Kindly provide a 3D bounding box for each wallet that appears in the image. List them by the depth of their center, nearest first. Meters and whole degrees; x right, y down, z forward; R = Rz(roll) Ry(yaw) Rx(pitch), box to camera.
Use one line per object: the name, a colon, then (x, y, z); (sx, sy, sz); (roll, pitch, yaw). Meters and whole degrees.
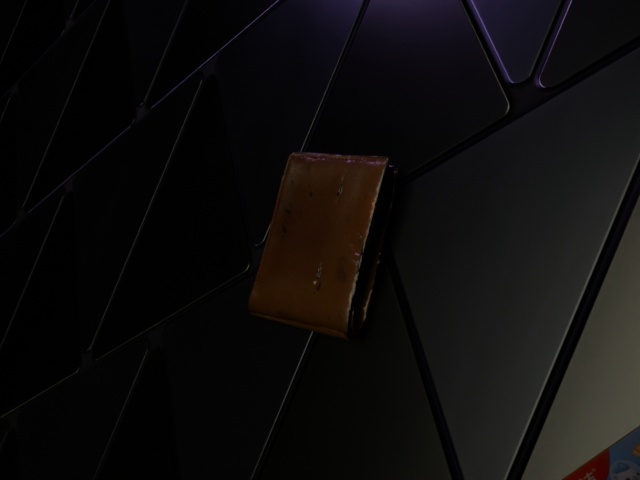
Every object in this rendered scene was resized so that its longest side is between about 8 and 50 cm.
wallet: (0.003, 0.001, 0.692); (0.161, 0.042, 0.196); (8, 82, 44)

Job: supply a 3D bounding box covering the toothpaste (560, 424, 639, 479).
toothpaste: (0.206, 0.134, 0.386); (0.044, 0.193, 0.070); (48, 150, 39)
